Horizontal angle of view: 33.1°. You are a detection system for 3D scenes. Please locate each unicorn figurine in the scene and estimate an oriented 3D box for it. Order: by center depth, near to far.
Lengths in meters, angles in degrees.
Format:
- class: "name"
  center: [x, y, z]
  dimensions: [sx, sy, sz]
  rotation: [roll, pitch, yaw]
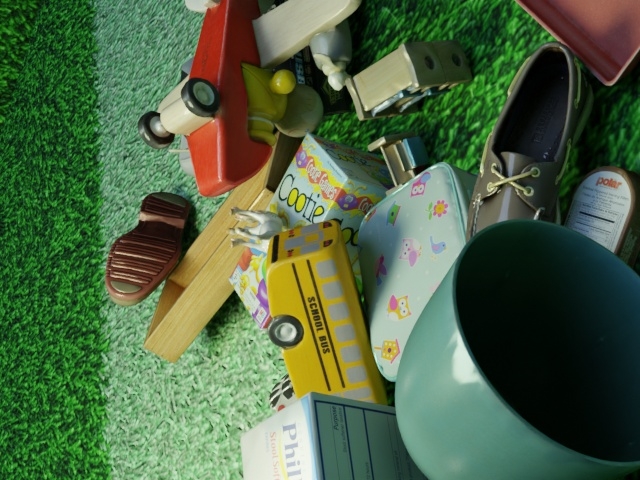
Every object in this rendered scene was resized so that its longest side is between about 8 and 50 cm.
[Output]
- class: "unicorn figurine"
  center: [-0.077, -0.001, 1.562]
  dimensions: [0.162, 0.111, 0.060]
  rotation: [-98, 23, -45]

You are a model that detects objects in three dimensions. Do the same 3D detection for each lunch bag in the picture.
- class: "lunch bag"
  center: [0.163, 0.049, 1.443]
  dimensions: [0.224, 0.107, 0.279]
  rotation: [-36, 50, 40]

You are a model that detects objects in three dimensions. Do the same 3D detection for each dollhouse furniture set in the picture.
- class: "dollhouse furniture set"
  center: [0.150, -0.178, 1.560]
  dimensions: [0.129, 0.129, 0.184]
  rotation: [-26, 81, 46]

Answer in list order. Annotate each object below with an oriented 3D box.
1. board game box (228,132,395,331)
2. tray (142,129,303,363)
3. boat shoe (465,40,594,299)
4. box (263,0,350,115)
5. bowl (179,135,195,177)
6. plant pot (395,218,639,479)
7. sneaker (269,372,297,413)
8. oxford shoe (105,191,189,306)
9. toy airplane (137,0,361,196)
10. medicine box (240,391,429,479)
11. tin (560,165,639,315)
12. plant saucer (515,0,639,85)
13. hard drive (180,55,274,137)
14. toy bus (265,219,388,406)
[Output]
- class: "board game box"
  center: [0.000, 0.000, 1.653]
  dimensions: [0.275, 0.144, 0.142]
  rotation: [-61, 38, 19]
- class: "tray"
  center: [-0.161, 0.013, 1.875]
  dimensions: [0.411, 0.076, 0.203]
  rotation: [-49, 18, 31]
- class: "boat shoe"
  center: [0.248, -0.089, 1.313]
  dimensions: [0.116, 0.097, 0.324]
  rotation: [15, 73, 29]
- class: "box"
  center: [-0.074, -0.358, 1.868]
  dimensions: [0.293, 0.073, 0.296]
  rotation: [4, 104, 53]
- class: "bowl"
  center: [-0.231, -0.198, 2.129]
  dimensions: [0.142, 0.053, 0.142]
  rotation: [-9, 72, 53]
- class: "plant pot"
  center: [0.218, 0.163, 1.187]
  dimensions: [0.235, 0.293, 0.293]
  rotation: [-56, 37, 45]
- class: "sneaker"
  center: [-0.033, 0.267, 1.672]
  dimensions: [0.068, 0.071, 0.170]
  rotation: [-37, 31, 17]
- class: "oxford shoe"
  center: [-0.324, 0.041, 2.050]
  dimensions: [0.348, 0.123, 0.130]
  rotation: [-70, -5, -59]
- class: "toy airplane"
  center: [-0.108, -0.268, 1.700]
  dimensions: [0.384, 0.272, 0.386]
  rotation: [-57, 30, 6]
- class: "medicine box"
  center: [0.068, 0.348, 1.299]
  dimensions: [0.149, 0.289, 0.264]
  rotation: [-37, 49, 41]
- class: "tin"
  center: [0.331, 0.003, 1.291]
  dimensions: [0.106, 0.040, 0.190]
  rotation: [23, 96, 51]
- class: "plant saucer"
  center: [0.383, -0.353, 1.344]
  dimensions: [0.258, 0.047, 0.259]
  rotation: [-57, 38, 24]
- class: "hard drive"
  center: [-0.182, -0.211, 1.968]
  dimensions: [0.255, 0.054, 0.172]
  rotation: [46, 139, 34]
- class: "toy bus"
  center: [0.007, 0.148, 1.508]
  dimensions: [0.108, 0.130, 0.333]
  rotation: [-93, -12, -66]
